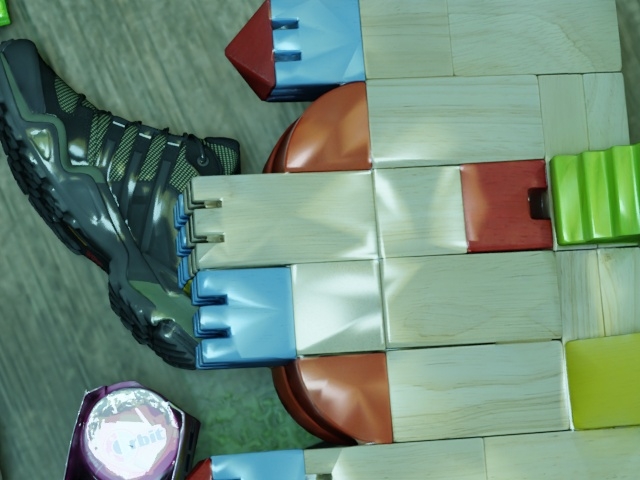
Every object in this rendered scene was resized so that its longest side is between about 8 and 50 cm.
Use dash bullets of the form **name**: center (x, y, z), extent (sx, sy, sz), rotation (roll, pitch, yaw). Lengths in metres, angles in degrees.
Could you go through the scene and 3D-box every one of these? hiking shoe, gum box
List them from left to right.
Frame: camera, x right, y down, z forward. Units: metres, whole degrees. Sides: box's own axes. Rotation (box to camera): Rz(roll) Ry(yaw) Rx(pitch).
- **gum box**: center (-0.117, 0.176, 1.049), extent (0.062, 0.107, 0.188), rotation (11, 82, 1)
- **hiking shoe**: center (-0.107, -0.037, 1.099), extent (0.114, 0.086, 0.227), rotation (-34, 84, -17)

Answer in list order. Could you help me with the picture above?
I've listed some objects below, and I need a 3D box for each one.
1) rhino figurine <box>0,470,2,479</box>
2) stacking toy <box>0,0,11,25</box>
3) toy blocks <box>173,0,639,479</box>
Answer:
- **rhino figurine**: center (-0.254, 0.067, 1.082), extent (0.106, 0.073, 0.243), rotation (-14, 81, 2)
- **stacking toy**: center (-0.147, -0.251, 1.143), extent (0.167, 0.052, 0.221), rotation (-12, 84, 0)
- **toy blocks**: center (0.036, 0.015, 1.011), extent (0.261, 0.191, 0.381), rotation (-3, 82, -10)
